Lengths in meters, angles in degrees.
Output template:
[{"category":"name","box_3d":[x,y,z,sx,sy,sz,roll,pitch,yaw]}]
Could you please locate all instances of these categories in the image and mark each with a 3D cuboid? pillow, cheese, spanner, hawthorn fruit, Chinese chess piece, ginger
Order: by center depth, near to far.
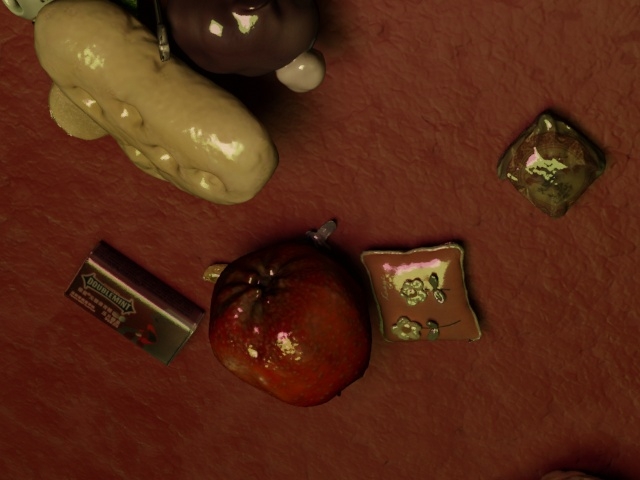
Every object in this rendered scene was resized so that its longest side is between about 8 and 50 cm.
[{"category":"spanner","box_3d":[-0.228,-0.340,1.595,0.015,0.255,0.054,-9,139,-6]},{"category":"cheese","box_3d":[-0.218,-0.192,1.622,0.328,0.130,0.351,22,157,45]},{"category":"Chinese chess piece","box_3d":[-0.367,-0.219,1.820,0.122,0.051,0.122,6,121,11]},{"category":"pillow","box_3d":[0.159,0.090,1.835,0.171,0.075,0.179,-5,117,20]},{"category":"hawthorn fruit","box_3d":[-0.036,0.158,1.837,0.254,0.254,0.300,-8,131,21]},{"category":"ginger","box_3d":[-0.131,0.083,1.940,0.137,0.044,0.057,41,141,-8]}]

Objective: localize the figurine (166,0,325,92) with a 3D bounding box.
[{"category":"figurine","box_3d":[-0.090,-0.398,1.560,0.218,0.206,0.365,20,103,43]}]

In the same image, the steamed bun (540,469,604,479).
[{"category":"steamed bun","box_3d":[0.441,0.551,1.941,0.372,0.230,0.325,-41,65,36]}]

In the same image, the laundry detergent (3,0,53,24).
[{"category":"laundry detergent","box_3d":[-0.448,-0.402,1.721,0.099,0.070,0.226,-19,115,17]}]

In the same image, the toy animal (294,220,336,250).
[{"category":"toy animal","box_3d":[-0.001,0.000,1.856,0.084,0.028,0.050,-27,101,29]}]

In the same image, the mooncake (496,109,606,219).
[{"category":"mooncake","box_3d":[0.333,-0.108,1.665,0.130,0.073,0.125,35,122,-8]}]

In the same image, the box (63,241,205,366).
[{"category":"box","box_3d":[-0.322,0.110,1.998,0.224,0.069,0.120,37,124,-5]}]

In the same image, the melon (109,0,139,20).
[{"category":"melon","box_3d":[-0.290,-0.397,1.656,0.064,0.118,0.210,2,109,-5]}]
